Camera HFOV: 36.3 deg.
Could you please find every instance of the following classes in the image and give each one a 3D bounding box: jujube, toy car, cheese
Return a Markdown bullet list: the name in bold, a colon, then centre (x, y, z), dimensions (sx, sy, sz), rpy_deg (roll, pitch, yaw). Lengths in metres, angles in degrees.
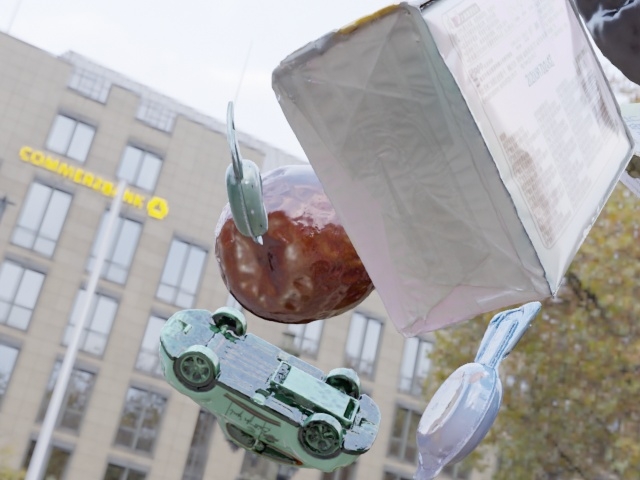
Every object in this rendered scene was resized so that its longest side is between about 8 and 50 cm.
- **jujube**: centre (0.000, 0.000, 1.094), dimensions (0.190, 0.190, 0.255), rpy_deg (-6, 1, 36)
- **toy car**: centre (-0.075, 0.203, 1.264), dimensions (0.306, 0.136, 0.125), rpy_deg (26, -65, 3)
- **cheese**: centre (-0.059, -0.043, 0.744), dimensions (0.026, 0.067, 0.121), rpy_deg (-10, -41, 1)
- **cheese**: centre (0.177, 0.177, 1.148), dimensions (0.052, 0.245, 0.135), rpy_deg (37, -21, -9)

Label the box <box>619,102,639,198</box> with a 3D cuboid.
- **box**: centre (0.492, -0.122, 1.351), dimensions (0.175, 0.260, 0.062), rpy_deg (-6, -62, -7)

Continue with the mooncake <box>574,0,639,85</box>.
- **mooncake**: centre (0.515, -0.320, 1.147), dimensions (0.351, 0.381, 0.212), rpy_deg (57, -16, 11)

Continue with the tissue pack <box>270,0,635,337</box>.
- **tissue pack**: centre (0.096, -0.079, 0.628), dimensions (0.124, 0.225, 0.185), rpy_deg (-20, -76, 37)

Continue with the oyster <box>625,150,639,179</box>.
- **oyster**: centre (0.338, -0.071, 0.936), dimensions (0.083, 0.038, 0.080), rpy_deg (34, -11, -27)
